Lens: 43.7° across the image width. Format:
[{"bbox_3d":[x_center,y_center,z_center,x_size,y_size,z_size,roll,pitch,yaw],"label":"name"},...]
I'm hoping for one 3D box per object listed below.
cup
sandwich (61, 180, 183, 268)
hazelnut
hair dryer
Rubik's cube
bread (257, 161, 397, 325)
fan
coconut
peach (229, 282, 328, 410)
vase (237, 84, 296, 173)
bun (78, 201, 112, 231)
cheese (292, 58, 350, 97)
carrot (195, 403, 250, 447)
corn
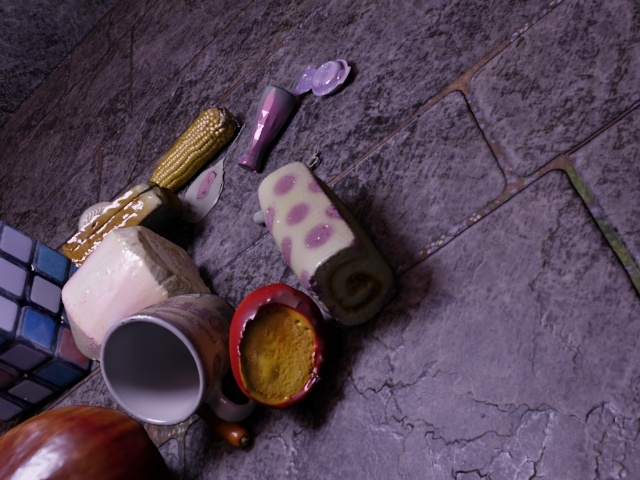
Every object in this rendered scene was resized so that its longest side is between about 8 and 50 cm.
[{"bbox_3d":[-0.235,0.229,1.576,0.227,0.301,0.257,-61,-12,28],"label":"cup"},{"bbox_3d":[-0.479,-0.032,2.013,0.271,0.099,0.301,-37,-4,1],"label":"sandwich"},{"bbox_3d":[-0.491,0.500,1.505,0.421,0.421,0.352,23,125,53],"label":"hazelnut"},{"bbox_3d":[-0.082,-0.109,1.814,0.167,0.067,0.199,-26,34,42],"label":"hair dryer"},{"bbox_3d":[-0.841,0.217,2.142,0.359,0.363,0.362,-29,39,25],"label":"Rubik's cube"},{"bbox_3d":[0.000,0.000,1.512,0.155,0.187,0.338,-40,38,7],"label":"bread"},{"bbox_3d":[-0.281,-0.182,2.121,0.182,0.010,0.310,20,78,53],"label":"fan"},{"bbox_3d":[-0.430,0.148,1.813,0.309,0.297,0.297,-45,37,10],"label":"coconut"},{"bbox_3d":[-0.075,0.193,1.441,0.196,0.190,0.226,-30,36,25],"label":"peach"},{"bbox_3d":[-0.139,-0.273,1.980,0.086,0.086,0.214,12,76,52],"label":"vase"},{"bbox_3d":[-0.606,-0.015,2.263,0.173,0.167,0.113,-60,-7,-20],"label":"bun"},{"bbox_3d":[0.006,-0.395,1.941,0.191,0.042,0.105,10,68,52],"label":"cheese"},{"bbox_3d":[-0.210,0.356,1.593,0.248,0.043,0.043,15,74,54],"label":"carrot"},{"bbox_3d":[-0.346,-0.241,2.171,0.305,0.106,0.106,-44,37,21],"label":"corn"}]
